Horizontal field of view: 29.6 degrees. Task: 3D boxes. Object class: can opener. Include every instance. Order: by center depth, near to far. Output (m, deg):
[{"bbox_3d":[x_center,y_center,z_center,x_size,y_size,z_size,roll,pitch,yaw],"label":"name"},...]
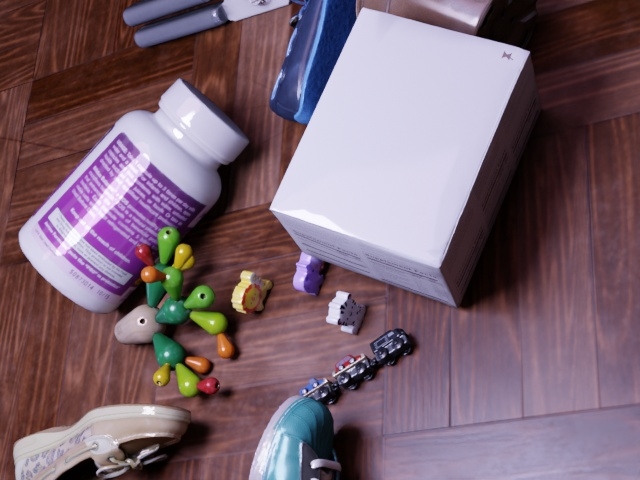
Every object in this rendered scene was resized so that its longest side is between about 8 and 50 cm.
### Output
[{"bbox_3d":[-0.157,-0.348,1.760,0.280,0.074,0.093,-13,26,27],"label":"can opener"}]

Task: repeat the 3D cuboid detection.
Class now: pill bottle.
[{"bbox_3d":[-0.238,-0.062,1.592,0.301,0.169,0.169,-46,50,6],"label":"pill bottle"}]

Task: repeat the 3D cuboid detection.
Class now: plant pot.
[{"bbox_3d":[0.159,-0.281,1.446,0.165,0.167,0.167,31,86,33],"label":"plant pot"}]

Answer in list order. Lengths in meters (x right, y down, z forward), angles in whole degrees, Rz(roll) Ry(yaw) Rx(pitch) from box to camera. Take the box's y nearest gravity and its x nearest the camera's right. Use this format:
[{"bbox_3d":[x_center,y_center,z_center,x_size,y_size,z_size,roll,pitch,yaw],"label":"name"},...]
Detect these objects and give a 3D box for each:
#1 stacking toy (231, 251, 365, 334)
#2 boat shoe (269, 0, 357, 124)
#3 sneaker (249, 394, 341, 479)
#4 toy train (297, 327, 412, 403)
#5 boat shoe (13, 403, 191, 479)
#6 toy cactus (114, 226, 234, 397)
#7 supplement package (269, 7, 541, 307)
[{"bbox_3d":[0.000,0.000,1.473,0.167,0.052,0.221,11,73,37],"label":"stacking toy"},{"bbox_3d":[-0.008,-0.282,1.590,0.089,0.109,0.258,11,72,41],"label":"boat shoe"},{"bbox_3d":[-0.011,0.319,1.288,0.121,0.108,0.302,2,76,34],"label":"sneaker"},{"bbox_3d":[0.035,0.149,1.388,0.158,0.027,0.036,-35,48,15],"label":"toy train"},{"bbox_3d":[-0.269,0.267,1.498,0.285,0.105,0.089,-24,59,35],"label":"boat shoe"},{"bbox_3d":[-0.201,0.100,1.520,0.181,0.112,0.218,-23,83,42],"label":"toy cactus"},{"bbox_3d":[0.100,-0.093,1.351,0.204,0.145,0.261,19,75,21],"label":"supplement package"}]
